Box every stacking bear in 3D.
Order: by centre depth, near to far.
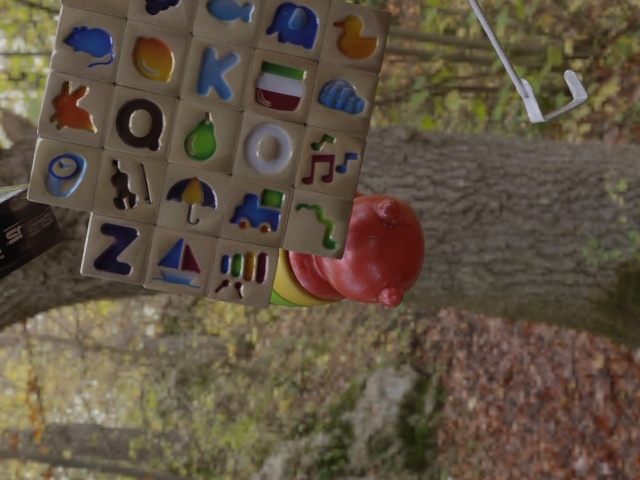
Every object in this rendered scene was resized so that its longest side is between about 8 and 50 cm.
[{"bbox_3d":[0.000,0.000,1.130,0.289,0.164,0.175,8,96,54],"label":"stacking bear"}]

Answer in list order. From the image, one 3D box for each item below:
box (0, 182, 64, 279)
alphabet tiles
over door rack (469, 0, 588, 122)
[{"bbox_3d":[-0.570,0.038,1.328,0.318,0.395,0.097,-42,-60,-47],"label":"box"},{"bbox_3d":[-0.097,-0.120,0.937,0.011,0.285,0.342,-140,61,-81],"label":"alphabet tiles"},{"bbox_3d":[0.138,-0.206,0.800,0.324,0.108,0.239,47,167,-16],"label":"over door rack"}]
